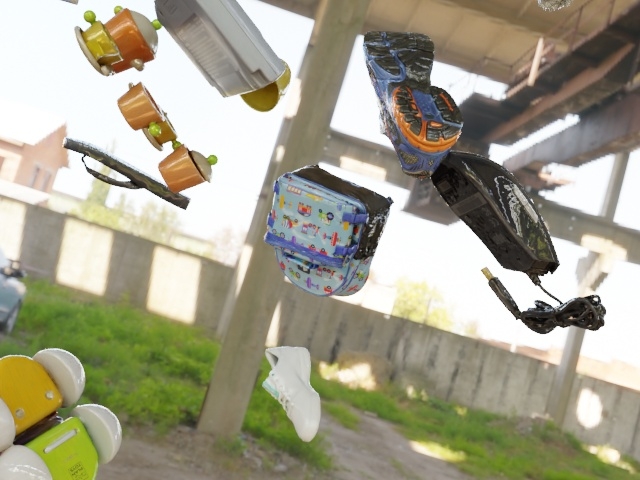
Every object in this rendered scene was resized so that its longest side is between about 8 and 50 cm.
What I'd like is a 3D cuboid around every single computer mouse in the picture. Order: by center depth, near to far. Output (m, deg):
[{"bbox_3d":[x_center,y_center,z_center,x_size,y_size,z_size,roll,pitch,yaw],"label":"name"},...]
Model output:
[{"bbox_3d":[0.221,-0.001,0.914,0.262,0.060,0.184,49,-14,4],"label":"computer mouse"}]

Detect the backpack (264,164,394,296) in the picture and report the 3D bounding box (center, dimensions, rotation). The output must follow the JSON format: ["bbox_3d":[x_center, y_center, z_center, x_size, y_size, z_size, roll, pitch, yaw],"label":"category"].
[{"bbox_3d":[0.000,0.000,1.082,0.158,0.173,0.117,26,25,24],"label":"backpack"}]

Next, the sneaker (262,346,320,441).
[{"bbox_3d":[-0.061,0.283,1.444,0.094,0.080,0.212,11,33,-21],"label":"sneaker"}]

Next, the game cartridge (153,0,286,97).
[{"bbox_3d":[-0.161,-0.306,1.149,0.198,0.062,0.297,55,-11,-17],"label":"game cartridge"}]

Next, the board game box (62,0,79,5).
[{"bbox_3d":[-0.268,-0.308,0.681,0.160,0.039,0.211,10,-28,-26],"label":"board game box"}]

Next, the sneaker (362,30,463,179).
[{"bbox_3d":[0.087,-0.154,0.849,0.083,0.221,0.087,1,-43,-10],"label":"sneaker"}]

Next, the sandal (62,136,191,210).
[{"bbox_3d":[-0.362,-0.115,1.436,0.254,0.054,0.097,29,2,-11],"label":"sandal"}]

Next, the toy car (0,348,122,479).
[{"bbox_3d":[-0.338,0.227,0.901,0.136,0.182,0.159,-36,-3,31],"label":"toy car"}]

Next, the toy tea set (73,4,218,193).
[{"bbox_3d":[-0.269,-0.245,1.298,0.336,0.124,0.200,61,0,-23],"label":"toy tea set"}]

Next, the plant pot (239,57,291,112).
[{"bbox_3d":[-0.123,-0.381,1.827,0.134,0.095,0.134,22,-48,26],"label":"plant pot"}]

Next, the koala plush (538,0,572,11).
[{"bbox_3d":[0.314,-0.388,0.927,0.203,0.196,0.221,27,3,19],"label":"koala plush"}]
